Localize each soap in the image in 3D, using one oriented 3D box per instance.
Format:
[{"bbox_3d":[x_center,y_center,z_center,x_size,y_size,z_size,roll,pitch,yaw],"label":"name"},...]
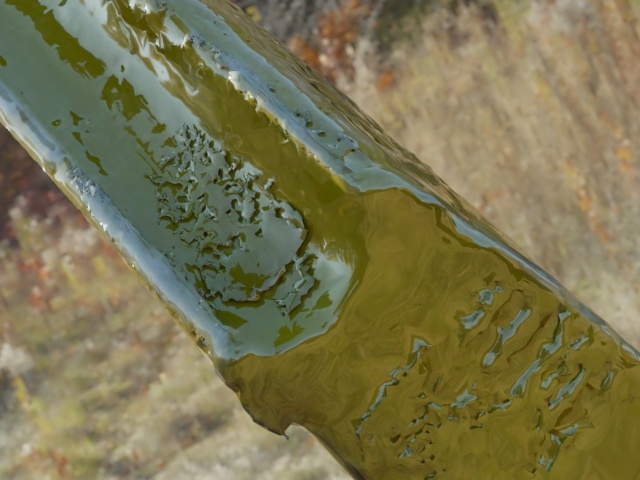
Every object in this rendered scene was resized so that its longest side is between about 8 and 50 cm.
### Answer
[{"bbox_3d":[0.000,0.000,0.466,0.080,0.257,0.160,-51,-32,7],"label":"soap"}]
